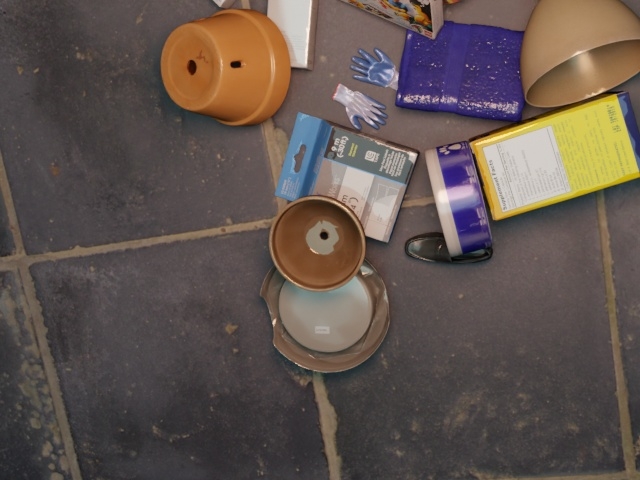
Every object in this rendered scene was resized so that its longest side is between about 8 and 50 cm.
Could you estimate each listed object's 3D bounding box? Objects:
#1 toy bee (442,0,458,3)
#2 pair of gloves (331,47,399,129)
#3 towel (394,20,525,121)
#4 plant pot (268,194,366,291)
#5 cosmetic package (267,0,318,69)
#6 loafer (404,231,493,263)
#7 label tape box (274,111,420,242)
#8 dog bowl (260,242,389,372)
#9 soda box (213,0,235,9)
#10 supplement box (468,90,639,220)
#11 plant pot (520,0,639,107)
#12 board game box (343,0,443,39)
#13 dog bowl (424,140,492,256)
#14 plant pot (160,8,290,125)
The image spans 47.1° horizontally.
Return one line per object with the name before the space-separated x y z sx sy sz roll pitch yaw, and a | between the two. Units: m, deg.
toy bee | 0.371 -0.656 1.663 0.162 0.195 0.298 40 117 27
pair of gloves | 0.123 -0.380 1.861 0.159 0.023 0.198 32 104 4
towel | 0.345 -0.408 1.767 0.308 0.076 0.227 10 87 11
plant pot | 0.000 0.000 1.808 0.237 0.110 0.237 2 102 11
cosmetic package | -0.070 -0.549 1.835 0.117 0.085 0.231 8 101 10
loafer | 0.325 0.021 1.871 0.223 0.078 0.076 2 101 11
label tape box | 0.056 -0.163 1.871 0.334 0.106 0.240 19 105 7
dog bowl | 0.017 0.168 1.948 0.349 0.102 0.349 2 101 11
soda box | -0.197 -0.685 1.836 0.069 0.074 0.216 45 106 0
supplement box | 0.548 -0.201 1.725 0.356 0.195 0.194 -17 97 13
plant pot | 0.561 -0.445 1.617 0.284 0.284 0.191 -18 74 14
board game box | 0.137 -0.589 1.697 0.305 0.193 0.053 28 81 18
dog bowl | 0.329 -0.100 1.750 0.104 0.265 0.265 -14 98 10
plant pot | -0.248 -0.419 1.784 0.291 0.203 0.291 8 105 34
